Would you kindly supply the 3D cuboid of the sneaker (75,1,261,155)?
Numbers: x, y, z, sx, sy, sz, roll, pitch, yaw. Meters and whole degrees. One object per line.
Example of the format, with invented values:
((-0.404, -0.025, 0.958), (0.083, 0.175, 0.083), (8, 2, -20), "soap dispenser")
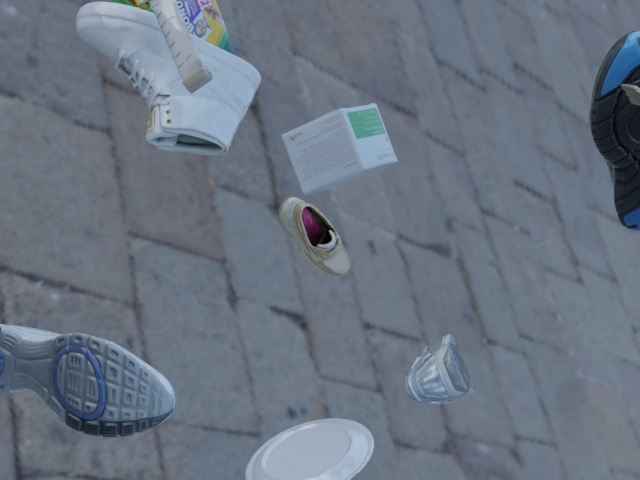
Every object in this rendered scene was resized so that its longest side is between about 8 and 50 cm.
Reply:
((-0.248, -0.233, 1.838), (0.292, 0.108, 0.169), (22, 65, -6), "sneaker")

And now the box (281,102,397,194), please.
((0.025, -0.119, 1.603), (0.101, 0.102, 0.087), (-19, 88, -60), "box")

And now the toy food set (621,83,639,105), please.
((0.422, -0.101, 1.378), (0.192, 0.038, 0.132), (55, -9, -22), "toy food set")

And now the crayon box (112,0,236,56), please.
((-0.258, -0.391, 2.097), (0.165, 0.081, 0.278), (-43, 120, -48), "crayon box")

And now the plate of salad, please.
((-0.014, 0.331, 1.837), (0.200, 0.200, 0.048), (-60, 138, -57), "plate of salad")

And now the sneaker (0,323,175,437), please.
((-0.290, 0.148, 1.433), (0.129, 0.297, 0.111), (4, 100, -66), "sneaker")

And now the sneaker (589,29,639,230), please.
((0.422, -0.163, 1.670), (0.341, 0.125, 0.139), (72, 13, -48), "sneaker")

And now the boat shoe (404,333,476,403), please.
((0.214, 0.243, 2.239), (0.320, 0.103, 0.118), (4, 64, -82), "boat shoe")

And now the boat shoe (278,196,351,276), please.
((0.000, 0.000, 1.957), (0.170, 0.059, 0.063), (48, 69, -32), "boat shoe")

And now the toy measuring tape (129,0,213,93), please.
((-0.203, -0.327, 1.684), (0.121, 0.121, 0.330), (9, 49, -55), "toy measuring tape")
